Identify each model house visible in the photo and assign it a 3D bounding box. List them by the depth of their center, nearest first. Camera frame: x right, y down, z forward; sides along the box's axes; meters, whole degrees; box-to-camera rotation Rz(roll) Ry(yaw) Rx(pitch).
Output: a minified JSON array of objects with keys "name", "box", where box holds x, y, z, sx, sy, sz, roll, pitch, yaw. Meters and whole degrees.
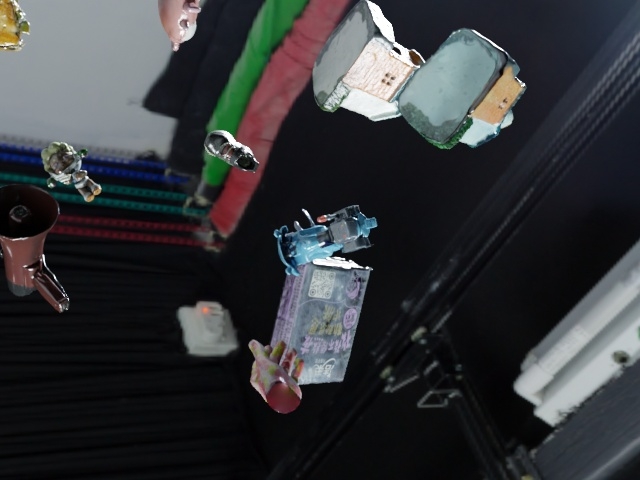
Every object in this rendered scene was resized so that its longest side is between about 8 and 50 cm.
[{"name":"model house","box":[0.362,-0.327,1.821,0.184,0.291,0.253,47,-70,32]},{"name":"model house","box":[0.165,-0.431,2.022,0.271,0.300,0.190,-50,-150,34]}]

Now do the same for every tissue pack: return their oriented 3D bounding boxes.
[{"name":"tissue pack","box":[-0.008,0.227,2.200,0.122,0.259,0.361,21,-79,47]}]

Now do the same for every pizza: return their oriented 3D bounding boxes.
[{"name":"pizza","box":[-0.658,-0.483,1.536,0.195,0.185,0.052,-67,-152,7]}]

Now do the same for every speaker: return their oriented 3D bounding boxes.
[{"name":"speaker","box":[-0.771,0.037,2.113,0.330,0.259,0.198,100,10,-46]}]

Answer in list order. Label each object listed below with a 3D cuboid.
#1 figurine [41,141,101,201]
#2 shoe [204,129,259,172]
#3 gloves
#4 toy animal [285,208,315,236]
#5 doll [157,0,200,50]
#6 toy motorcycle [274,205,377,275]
[{"name":"figurine","box":[-0.693,-0.193,2.142,0.197,0.093,0.147,41,-99,20]},{"name":"shoe","box":[-0.308,-0.312,2.760,0.112,0.227,0.099,37,-84,42]},{"name":"gloves","box":[-0.120,0.343,1.983,0.241,0.145,0.126,-138,-115,-70]},{"name":"toy animal","box":[-0.053,0.025,2.713,0.255,0.176,0.239,-86,-169,-50]},{"name":"doll","box":[-0.340,-0.589,1.861,0.211,0.093,0.262,-144,-122,-59]},{"name":"toy motorcycle","box":[0.000,0.000,1.828,0.272,0.182,0.124,-22,-97,40]}]
